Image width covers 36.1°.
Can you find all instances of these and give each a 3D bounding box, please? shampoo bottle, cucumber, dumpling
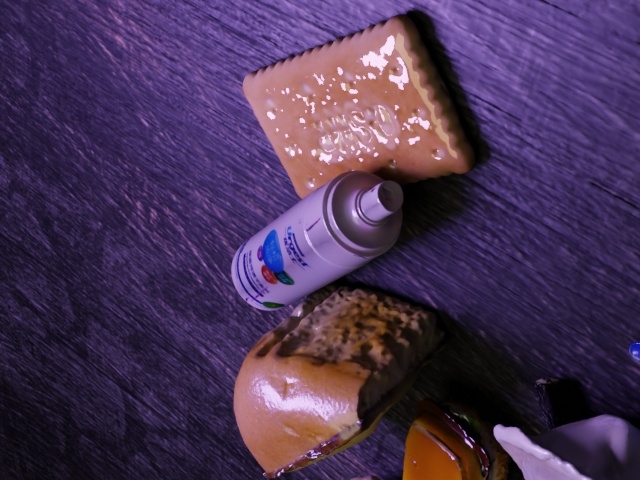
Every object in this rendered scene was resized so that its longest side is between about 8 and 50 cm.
[{"bbox_3d":[0.000,0.000,1.012,0.092,0.092,0.303,53,151,-3],"label":"shampoo bottle"},{"bbox_3d":[0.245,0.190,0.994,0.033,0.034,0.135,-3,119,42],"label":"cucumber"},{"bbox_3d":[0.266,0.227,0.903,0.216,0.126,0.166,48,179,13],"label":"dumpling"}]

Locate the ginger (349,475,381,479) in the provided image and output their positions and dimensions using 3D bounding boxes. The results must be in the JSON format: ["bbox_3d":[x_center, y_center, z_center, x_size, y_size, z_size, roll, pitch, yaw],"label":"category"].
[{"bbox_3d":[0.114,0.460,1.292,0.190,0.126,0.354,-20,104,47],"label":"ginger"}]

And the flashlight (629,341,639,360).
[{"bbox_3d":[0.312,0.146,0.883,0.057,0.035,0.121,5,124,44],"label":"flashlight"}]

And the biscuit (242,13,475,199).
[{"bbox_3d":[0.028,-0.117,0.958,0.249,0.030,0.160,-7,116,49],"label":"biscuit"}]

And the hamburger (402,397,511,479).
[{"bbox_3d":[0.150,0.246,1.093,0.137,0.087,0.166,41,142,37],"label":"hamburger"}]

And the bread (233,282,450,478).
[{"bbox_3d":[-0.001,0.158,1.088,0.162,0.204,0.262,45,140,2],"label":"bread"}]
